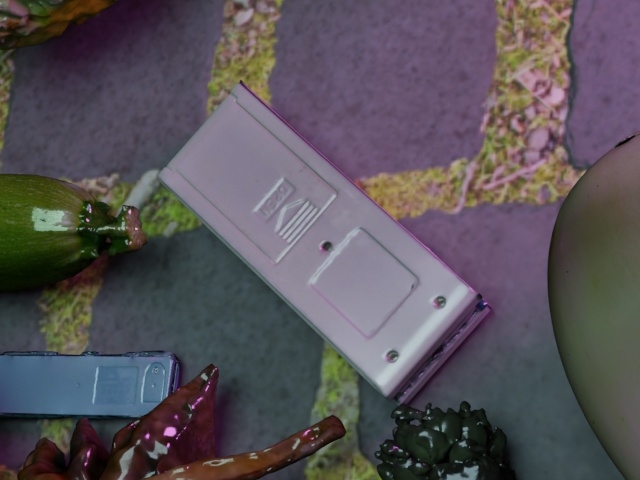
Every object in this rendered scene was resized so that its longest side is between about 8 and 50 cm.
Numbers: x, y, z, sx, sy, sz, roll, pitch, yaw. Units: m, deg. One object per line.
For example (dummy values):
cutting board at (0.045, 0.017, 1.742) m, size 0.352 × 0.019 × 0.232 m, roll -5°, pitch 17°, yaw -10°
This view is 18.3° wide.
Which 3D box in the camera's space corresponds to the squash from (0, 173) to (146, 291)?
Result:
squash at (-0.306, -0.006, 1.628) m, size 0.378 × 0.101 × 0.101 m, roll -2°, pitch 71°, yaw 28°

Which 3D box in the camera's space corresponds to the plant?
plant at (0.095, 0.177, 1.381) m, size 0.092 × 0.094 × 0.143 m, roll -32°, pitch 66°, yaw 18°

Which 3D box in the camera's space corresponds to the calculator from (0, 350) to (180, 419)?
calculator at (-0.189, 0.115, 1.576) m, size 0.172 × 0.018 × 0.057 m, roll -2°, pitch 70°, yaw 25°

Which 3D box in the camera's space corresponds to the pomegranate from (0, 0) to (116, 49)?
pomegranate at (-0.218, -0.294, 1.602) m, size 0.340 × 0.260 × 0.260 m, roll -19°, pitch 65°, yaw 9°

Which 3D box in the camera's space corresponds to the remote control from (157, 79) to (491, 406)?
remote control at (0.000, 0.000, 1.509) m, size 0.103 × 0.055 × 0.277 m, roll -49°, pitch 61°, yaw 3°

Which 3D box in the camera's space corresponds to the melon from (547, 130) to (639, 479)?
melon at (0.268, 0.063, 1.263) m, size 0.223 × 0.223 × 0.317 m, roll -29°, pitch 62°, yaw 13°

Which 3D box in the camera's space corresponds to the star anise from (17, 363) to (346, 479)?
star anise at (-0.155, 0.230, 1.471) m, size 0.349 × 0.109 × 0.292 m, roll 0°, pitch 77°, yaw 24°
